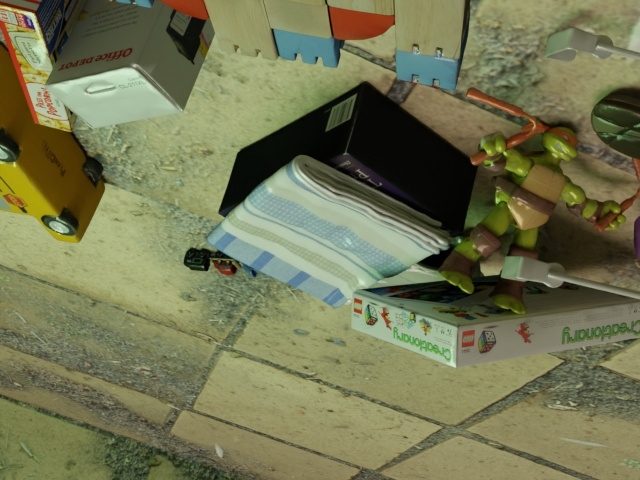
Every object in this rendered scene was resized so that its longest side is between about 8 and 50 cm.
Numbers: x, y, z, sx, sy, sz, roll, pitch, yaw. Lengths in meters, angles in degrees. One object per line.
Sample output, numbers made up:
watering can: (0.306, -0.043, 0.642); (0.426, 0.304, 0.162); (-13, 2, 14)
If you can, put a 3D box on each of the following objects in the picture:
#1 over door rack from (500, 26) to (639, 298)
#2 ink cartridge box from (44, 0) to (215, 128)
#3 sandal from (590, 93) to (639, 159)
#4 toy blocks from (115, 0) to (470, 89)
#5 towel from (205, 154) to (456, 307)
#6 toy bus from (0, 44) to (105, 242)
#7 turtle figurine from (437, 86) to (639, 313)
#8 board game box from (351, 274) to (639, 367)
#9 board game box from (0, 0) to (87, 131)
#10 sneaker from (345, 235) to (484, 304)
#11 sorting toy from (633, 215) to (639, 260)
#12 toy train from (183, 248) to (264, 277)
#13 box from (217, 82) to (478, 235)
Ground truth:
over door rack: (0.342, -0.046, 0.868); (0.324, 0.239, 0.108); (13, 176, 7)
ink cartridge box: (-0.171, -0.202, 0.950); (0.127, 0.175, 0.072); (-4, 146, 35)
sandal: (0.378, -0.096, 0.979); (0.219, 0.060, 0.090); (25, 150, 15)
toy blocks: (-0.032, -0.221, 0.698); (0.381, 0.190, 0.261); (12, 164, 8)
towel: (0.000, 0.000, 1.172); (0.209, 0.034, 0.285); (27, 152, -18)
toy bus: (-0.409, -0.125, 1.303); (0.130, 0.108, 0.332); (8, 152, 18)
turtle figurine: (0.210, -0.043, 1.056); (0.269, 0.217, 0.087); (22, -169, -33)
board game box: (0.216, 0.088, 1.188); (0.305, 0.053, 0.193); (-4, -169, -33)
board game box: (-0.259, -0.224, 0.992); (0.045, 0.147, 0.193); (14, 152, 4)
sneaker: (0.090, 0.021, 1.332); (0.262, 0.099, 0.121); (2, 143, 12)
sorting toy: (0.534, 0.011, 1.072); (0.365, 0.127, 0.126); (5, 180, 28)
toy train: (-0.145, 0.036, 1.536); (0.158, 0.036, 0.027); (3, 150, 25)
box: (0.028, -0.061, 1.191); (0.184, 0.103, 0.261); (29, 151, -28)
